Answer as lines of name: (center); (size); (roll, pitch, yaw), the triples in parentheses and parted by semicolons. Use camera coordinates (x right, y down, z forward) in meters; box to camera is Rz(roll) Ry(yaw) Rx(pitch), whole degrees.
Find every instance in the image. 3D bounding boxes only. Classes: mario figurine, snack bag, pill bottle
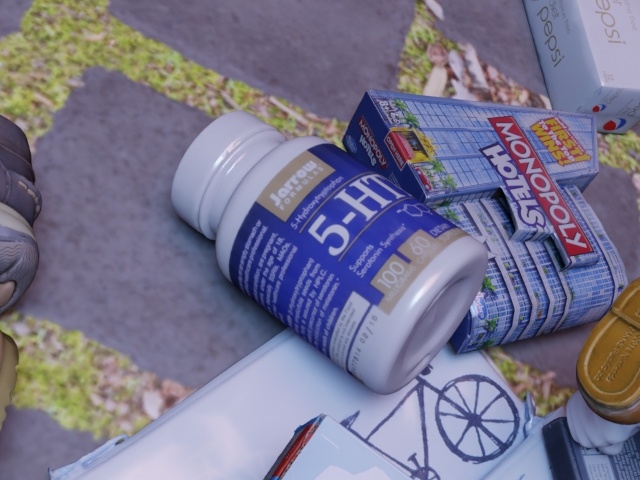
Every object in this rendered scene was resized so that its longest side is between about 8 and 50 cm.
mario figurine: (0.275, 0.138, 0.604); (0.320, 0.170, 0.198); (28, 26, -44)
snack bag: (0.052, 0.194, 0.629); (0.323, 0.037, 0.342); (-33, 79, -32)
pill bottle: (0.000, 0.000, 0.646); (0.186, 0.112, 0.112); (35, 54, 21)

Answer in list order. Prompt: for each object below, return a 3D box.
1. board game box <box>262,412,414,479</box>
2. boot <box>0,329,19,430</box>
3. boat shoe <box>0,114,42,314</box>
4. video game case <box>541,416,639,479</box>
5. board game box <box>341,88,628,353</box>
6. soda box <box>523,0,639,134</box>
board game box: (0.028, 0.298, 0.490); (0.308, 0.086, 0.302); (38, 70, 1)
boot: (-0.290, 0.068, 0.448); (0.269, 0.089, 0.236); (47, 51, -32)
boat shoe: (-0.329, -0.053, 0.561); (0.355, 0.132, 0.130); (18, 49, -23)
video game case: (0.283, 0.214, 0.690); (0.274, 0.026, 0.196); (6, 59, -31)
board game box: (0.144, -0.029, 0.754); (0.194, 0.060, 0.194); (-10, 59, -29)
soda box: (0.226, -0.202, 0.885); (0.074, 0.069, 0.216); (1, 63, -22)
